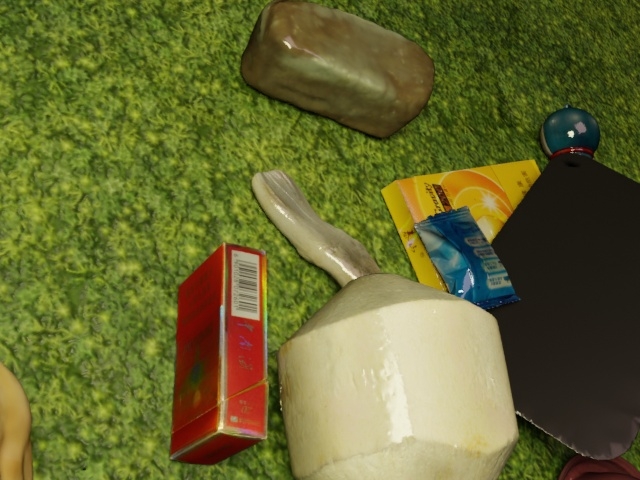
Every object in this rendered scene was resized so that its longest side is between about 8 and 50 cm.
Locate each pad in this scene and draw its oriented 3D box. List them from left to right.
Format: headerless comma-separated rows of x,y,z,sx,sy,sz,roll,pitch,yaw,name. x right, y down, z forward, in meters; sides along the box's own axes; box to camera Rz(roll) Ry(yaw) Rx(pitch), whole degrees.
0.338,0.088,0.960,0.315,0.063,0.375,32,62,19,pad

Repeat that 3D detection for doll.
0.368,-0.133,1.184,0.114,0.085,0.152,16,68,-43,doll

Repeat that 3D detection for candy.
0.024,-0.208,0.977,0.234,0.104,0.102,18,56,-24,candy
0.168,0.020,0.934,0.088,0.038,0.136,-13,63,-25,candy

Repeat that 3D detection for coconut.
0.069,0.140,0.751,0.241,0.241,0.241,16,58,-26,coconut

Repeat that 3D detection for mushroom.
-0.002,0.001,0.888,0.202,0.054,0.059,46,44,3,mushroom

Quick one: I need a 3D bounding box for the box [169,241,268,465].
-0.090,0.104,0.727,0.048,0.112,0.175,14,59,-28,box

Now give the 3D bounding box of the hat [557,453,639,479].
0.345,0.331,0.906,0.205,0.089,0.205,16,58,-27,hat

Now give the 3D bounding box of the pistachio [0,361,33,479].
-0.309,0.188,0.471,0.238,0.229,0.321,19,49,29,pistachio

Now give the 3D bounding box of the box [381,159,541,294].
0.213,-0.022,1.042,0.269,0.043,0.152,-12,72,-38,box
